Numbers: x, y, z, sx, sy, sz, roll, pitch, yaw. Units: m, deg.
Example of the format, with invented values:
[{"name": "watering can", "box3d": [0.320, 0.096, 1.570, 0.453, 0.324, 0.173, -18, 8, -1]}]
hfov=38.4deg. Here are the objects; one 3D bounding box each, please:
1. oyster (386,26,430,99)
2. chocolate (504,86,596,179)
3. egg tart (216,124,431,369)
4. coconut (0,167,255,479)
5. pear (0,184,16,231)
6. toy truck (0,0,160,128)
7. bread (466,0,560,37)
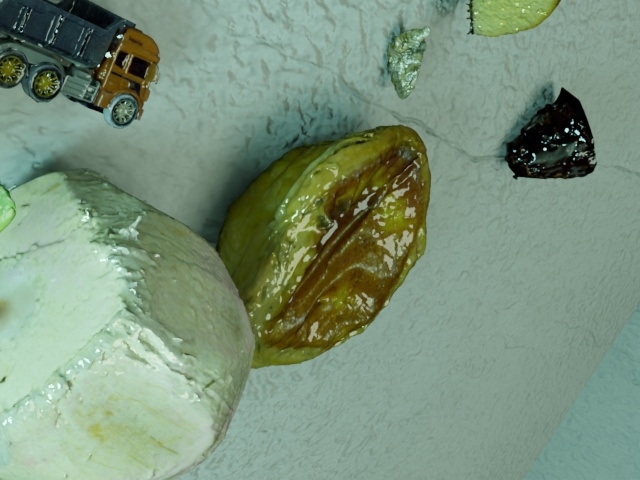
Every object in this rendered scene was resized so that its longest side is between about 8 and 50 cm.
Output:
[{"name": "oyster", "box3d": [0.108, -0.225, 1.166, 0.038, 0.080, 0.083, 5, 84, -29]}, {"name": "chocolate", "box3d": [0.373, -0.158, 1.539, 0.133, 0.156, 0.156, -19, 142, -2]}, {"name": "egg tart", "box3d": [0.000, 0.000, 1.158, 0.339, 0.153, 0.352, 6, 115, -55]}, {"name": "coconut", "box3d": [-0.208, 0.101, 0.868, 0.297, 0.297, 0.254, -50, 136, -5]}, {"name": "pear", "box3d": [-0.375, -0.073, 0.607, 0.292, 0.159, 0.293, -29, 138, -30]}, {"name": "toy truck", "box3d": [-0.224, -0.165, 0.778, 0.192, 0.083, 0.092, 16, 102, -55]}, {"name": "bread", "box3d": [0.244, -0.347, 1.103, 0.260, 0.134, 0.129, 63, 39, -62]}]
